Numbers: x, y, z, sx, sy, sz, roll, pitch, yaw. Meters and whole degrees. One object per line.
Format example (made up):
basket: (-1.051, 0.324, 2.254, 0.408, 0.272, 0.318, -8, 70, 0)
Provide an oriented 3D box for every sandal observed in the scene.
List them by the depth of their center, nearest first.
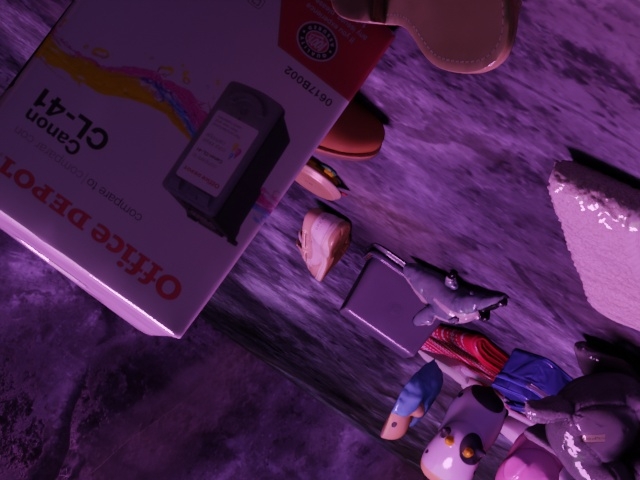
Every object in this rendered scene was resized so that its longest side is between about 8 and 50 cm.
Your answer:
sandal: (0.095, -0.163, 1.135, 0.079, 0.088, 0.240, 5, -167, -29)

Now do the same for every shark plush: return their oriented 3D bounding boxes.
shark plush: (0.153, 0.066, 1.961, 0.161, 0.073, 0.067, 23, 135, 63)

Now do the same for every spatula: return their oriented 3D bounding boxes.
spatula: (0.245, 0.216, 2.253, 0.242, 0.019, 0.168, 26, 165, 44)

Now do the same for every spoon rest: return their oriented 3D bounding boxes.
spoon rest: (0.355, 0.325, 2.392, 0.276, 0.084, 0.137, 24, 165, 42)

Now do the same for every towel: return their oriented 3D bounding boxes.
towel: (0.291, 0.036, 1.418, 0.187, 0.049, 0.282, 28, 167, 28)
towel: (0.218, 0.178, 2.306, 0.199, 0.031, 0.275, 39, 169, -19)

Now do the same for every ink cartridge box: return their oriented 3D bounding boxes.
ink cartridge box: (-0.121, -0.105, 1.347, 0.226, 0.306, 0.131, 36, 169, -12)

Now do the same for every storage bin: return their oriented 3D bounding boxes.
storage bin: (0.091, 0.081, 2.103, 0.135, 0.091, 0.098, 36, 169, -3)

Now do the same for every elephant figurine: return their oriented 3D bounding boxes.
elephant figurine: (0.308, 0.197, 1.839, 0.239, 0.169, 0.186, -120, 6, -79)

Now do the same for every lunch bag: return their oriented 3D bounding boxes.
lunch bag: (0.261, 0.183, 2.099, 0.067, 0.065, 0.098, 40, 168, -25)

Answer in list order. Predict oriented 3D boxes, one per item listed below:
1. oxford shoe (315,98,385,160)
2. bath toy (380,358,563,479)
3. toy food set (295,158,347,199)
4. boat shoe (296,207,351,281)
oxford shoe: (-0.012, -0.139, 1.530, 0.212, 0.076, 0.076, 30, 134, -32)
bath toy: (0.252, 0.280, 2.134, 0.348, 0.151, 0.129, 28, 157, 5)
toy food set: (-0.007, -0.073, 1.914, 0.082, 0.020, 0.083, 30, 168, 22)
boat shoe: (0.000, 0.000, 2.118, 0.059, 0.063, 0.170, 36, 160, 8)
